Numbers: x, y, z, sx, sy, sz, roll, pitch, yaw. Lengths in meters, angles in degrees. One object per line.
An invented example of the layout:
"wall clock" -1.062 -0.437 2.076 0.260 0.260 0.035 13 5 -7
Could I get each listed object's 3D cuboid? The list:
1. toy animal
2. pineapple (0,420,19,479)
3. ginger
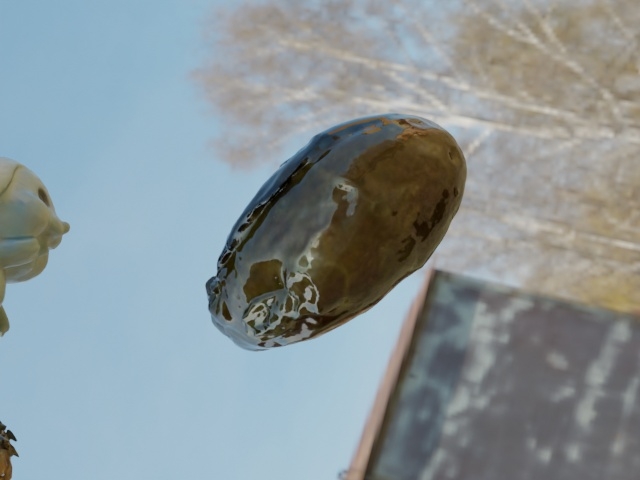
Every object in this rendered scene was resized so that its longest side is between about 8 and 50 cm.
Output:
"toy animal" -0.456 0.027 1.710 0.249 0.174 0.289 -65 -6 24
"pineapple" -0.438 0.256 1.183 0.300 0.352 0.352 -75 -14 -45
"ginger" 0.000 0.000 1.291 0.321 0.165 0.172 -39 0 19
